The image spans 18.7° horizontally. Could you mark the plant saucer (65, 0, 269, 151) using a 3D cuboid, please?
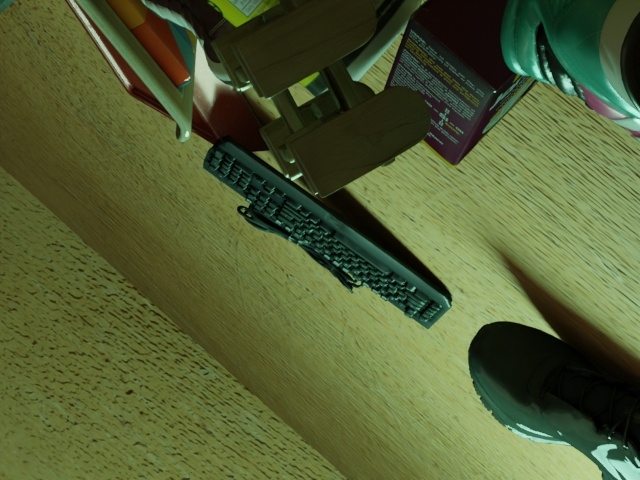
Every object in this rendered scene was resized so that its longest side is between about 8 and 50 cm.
[{"bbox_3d":[-0.192,-0.214,2.191,0.258,0.048,0.259,32,162,44],"label":"plant saucer"}]

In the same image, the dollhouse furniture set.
[{"bbox_3d":[0.004,-0.171,1.358,0.242,0.161,0.212,61,176,-8],"label":"dollhouse furniture set"}]

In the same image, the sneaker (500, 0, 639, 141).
[{"bbox_3d":[0.209,-0.102,1.203,0.295,0.124,0.178,42,-176,-47],"label":"sneaker"}]

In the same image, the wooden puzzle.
[{"bbox_3d":[-0.175,-0.243,1.877,0.238,0.044,0.221,56,-161,-33],"label":"wooden puzzle"}]

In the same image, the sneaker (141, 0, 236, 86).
[{"bbox_3d":[-0.090,-0.261,1.713,0.281,0.106,0.162,46,146,50],"label":"sneaker"}]

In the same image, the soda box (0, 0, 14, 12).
[{"bbox_3d":[-0.318,-0.302,2.040,0.053,0.169,0.060,41,166,22],"label":"soda box"}]

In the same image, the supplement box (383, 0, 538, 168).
[{"bbox_3d":[0.114,-0.137,1.402,0.081,0.104,0.188,43,166,6],"label":"supplement box"}]

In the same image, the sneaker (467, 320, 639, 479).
[{"bbox_3d":[0.272,0.166,1.872,0.286,0.109,0.130,35,159,2],"label":"sneaker"}]

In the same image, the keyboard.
[{"bbox_3d":[0.000,0.000,2.193,0.317,0.033,0.201,36,166,1],"label":"keyboard"}]

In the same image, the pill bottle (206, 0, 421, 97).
[{"bbox_3d":[-0.033,-0.216,1.533,0.208,0.119,0.119,41,167,-6],"label":"pill bottle"}]
